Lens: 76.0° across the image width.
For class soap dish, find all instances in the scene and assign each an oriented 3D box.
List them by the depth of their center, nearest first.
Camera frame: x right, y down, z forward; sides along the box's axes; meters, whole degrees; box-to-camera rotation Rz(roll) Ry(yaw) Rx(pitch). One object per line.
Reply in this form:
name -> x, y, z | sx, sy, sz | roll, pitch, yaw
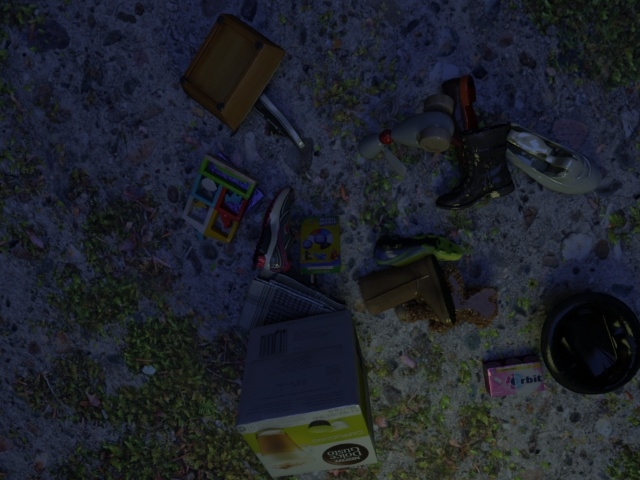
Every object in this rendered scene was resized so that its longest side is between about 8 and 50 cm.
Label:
soap dish -> -0.281, -0.528, 1.268 | 0.229, 0.118, 0.290 | 39, 102, 12

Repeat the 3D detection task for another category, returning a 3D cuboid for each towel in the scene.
towel -> -0.109, 0.253, 1.379 | 0.312, 0.056, 0.324 | 26, 125, 0

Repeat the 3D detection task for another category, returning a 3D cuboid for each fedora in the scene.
fedora -> 0.845, 0.316, 1.324 | 0.334, 0.152, 0.333 | 1, 96, 5

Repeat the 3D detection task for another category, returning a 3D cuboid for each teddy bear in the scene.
teddy bear -> 0.409, 0.200, 1.375 | 0.338, 0.113, 0.245 | -15, 91, 14

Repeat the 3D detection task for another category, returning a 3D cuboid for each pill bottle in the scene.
pill bottle -> 0.008, 0.188, 1.423 | 0.043, 0.043, 0.083 | 21, 101, 1

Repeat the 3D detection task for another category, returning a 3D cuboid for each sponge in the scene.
sponge -> -0.304, -0.187, 1.392 | 0.210, 0.031, 0.117 | 44, 101, -5

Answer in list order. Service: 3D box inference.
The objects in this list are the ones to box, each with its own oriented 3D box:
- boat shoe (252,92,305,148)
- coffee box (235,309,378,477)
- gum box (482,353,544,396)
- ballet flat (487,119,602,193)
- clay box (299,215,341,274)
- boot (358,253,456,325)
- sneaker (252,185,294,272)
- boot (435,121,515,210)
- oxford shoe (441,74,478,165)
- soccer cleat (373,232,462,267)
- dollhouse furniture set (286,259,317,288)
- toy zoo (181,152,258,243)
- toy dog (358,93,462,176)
boat shoe -> -0.137, -0.373, 1.329 | 0.070, 0.078, 0.219 | -41, 86, 9
coffee box -> -0.028, 0.475, 1.272 | 0.338, 0.338, 0.334 | -12, 126, 7
gum box -> 0.665, 0.463, 1.408 | 0.189, 0.062, 0.107 | -10, 99, 6
ballet flat -> 0.695, -0.249, 1.254 | 0.400, 0.139, 0.139 | 27, 100, -1
clay box -> 0.000, 0.000, 1.323 | 0.128, 0.053, 0.222 | -3, 57, 3
boot -> 0.273, 0.188, 1.311 | 0.270, 0.089, 0.236 | -26, 64, 30
sneaker -> -0.132, -0.037, 1.326 | 0.112, 0.121, 0.299 | 19, 66, -16
boot -> 0.459, -0.227, 1.253 | 0.263, 0.091, 0.229 | -18, 117, 15
oxford shoe -> 0.434, -0.371, 1.290 | 0.098, 0.097, 0.271 | 5, 110, 38
soccer cleat -> 0.321, 0.044, 1.367 | 0.289, 0.093, 0.121 | 2, 130, 0
dollhouse furniture set -> -0.090, 0.144, 1.382 | 0.151, 0.123, 0.144 | -2, 99, 5
toy zoo -> -0.350, -0.120, 1.381 | 0.192, 0.030, 0.293 | 29, 113, 3
toy dog -> 0.284, -0.305, 1.233 | 0.161, 0.334, 0.220 | 29, 87, -34
